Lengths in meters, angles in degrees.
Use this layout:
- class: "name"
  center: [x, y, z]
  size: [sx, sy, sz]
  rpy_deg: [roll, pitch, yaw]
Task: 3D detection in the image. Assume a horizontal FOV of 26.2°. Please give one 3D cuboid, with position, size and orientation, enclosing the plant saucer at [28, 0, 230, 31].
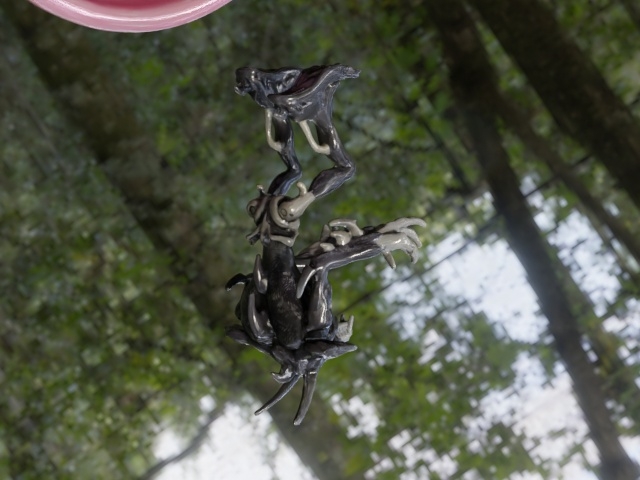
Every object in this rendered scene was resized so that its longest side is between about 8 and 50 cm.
- class: "plant saucer"
  center: [-0.159, -0.337, 1.103]
  size: [0.332, 0.332, 0.084]
  rpy_deg: [-36, -148, -19]

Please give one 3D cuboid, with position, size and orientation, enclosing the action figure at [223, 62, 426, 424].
- class: "action figure"
  center: [0.000, 0.000, 1.086]
  size: [0.141, 0.275, 0.164]
  rpy_deg: [-5, -174, -34]
